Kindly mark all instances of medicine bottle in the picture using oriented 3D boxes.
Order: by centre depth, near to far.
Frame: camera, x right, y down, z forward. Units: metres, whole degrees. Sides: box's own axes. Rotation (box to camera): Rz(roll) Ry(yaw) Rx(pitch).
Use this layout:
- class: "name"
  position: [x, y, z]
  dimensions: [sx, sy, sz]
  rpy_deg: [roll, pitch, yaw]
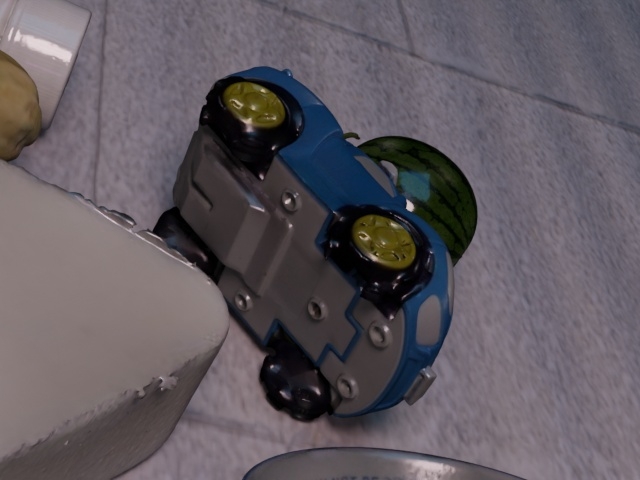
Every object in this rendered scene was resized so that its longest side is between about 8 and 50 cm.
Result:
- class: "medicine bottle"
  position: [-0.329, -0.192, 1.052]
  dimensions: [0.237, 0.139, 0.139]
  rpy_deg: [19, 38, -15]

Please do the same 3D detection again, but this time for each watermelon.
- class: "watermelon"
  position: [0.057, -0.038, 1.149]
  dimensions: [0.187, 0.140, 0.141]
  rpy_deg: [33, 36, 11]

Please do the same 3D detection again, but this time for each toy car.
- class: "toy car"
  position: [0.000, 0.000, 1.004]
  dimensions: [0.166, 0.198, 0.314]
  rpy_deg: [-23, 61, -40]

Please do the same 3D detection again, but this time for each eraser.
- class: "eraser"
  position: [-0.266, 0.049, 0.812]
  dimensions: [0.331, 0.150, 0.331]
  rpy_deg: [20, 40, -18]

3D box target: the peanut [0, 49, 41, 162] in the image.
- class: "peanut"
  position: [-0.362, -0.097, 0.930]
  dimensions: [0.290, 0.130, 0.130]
  rpy_deg: [1, 46, -28]

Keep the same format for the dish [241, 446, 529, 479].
- class: "dish"
  position: [0.068, 0.248, 0.834]
  dimensions: [0.273, 0.133, 0.273]
  rpy_deg: [10, 8, -1]
